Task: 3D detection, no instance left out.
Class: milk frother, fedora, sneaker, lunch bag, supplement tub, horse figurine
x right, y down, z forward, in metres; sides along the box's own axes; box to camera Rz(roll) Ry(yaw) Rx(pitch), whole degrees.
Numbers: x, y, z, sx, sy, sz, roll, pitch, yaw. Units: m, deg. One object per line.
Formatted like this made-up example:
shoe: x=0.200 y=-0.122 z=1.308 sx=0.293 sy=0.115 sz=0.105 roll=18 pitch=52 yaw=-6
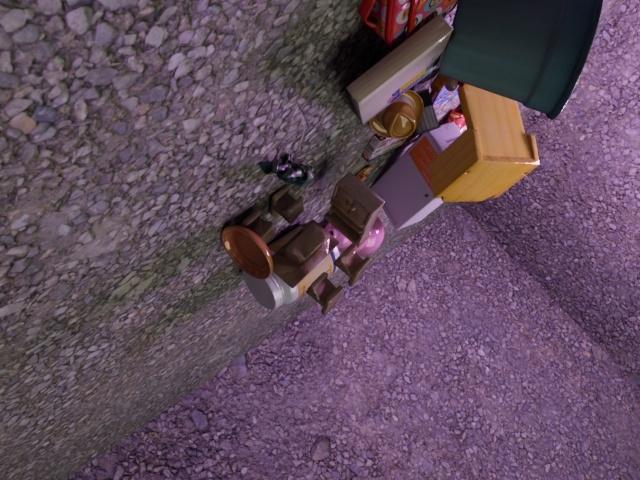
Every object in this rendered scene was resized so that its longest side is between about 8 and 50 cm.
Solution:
milk frother: x=0.345 y=-0.433 z=1.940 sx=0.129 sy=0.134 sz=0.143 roll=-12 pitch=-171 yaw=46
fedora: x=0.249 y=-0.382 z=1.810 sx=0.195 sy=0.079 sz=0.194 roll=-10 pitch=142 yaw=-8
sneaker: x=0.553 y=-0.497 z=2.424 sx=0.279 sy=0.107 sz=0.118 roll=-42 pitch=148 yaw=-10
lunch bag: x=0.196 y=-0.559 z=1.241 sx=0.258 sy=0.120 sz=0.293 roll=-35 pitch=167 yaw=-5
supplement tub: x=-0.108 y=0.096 z=2.136 sx=0.316 sy=0.228 sz=0.228 roll=-34 pitch=164 yaw=-28
horse figurine: x=0.410 y=-0.425 z=2.275 sx=0.174 sy=0.066 sz=0.263 roll=-35 pitch=168 yaw=-2

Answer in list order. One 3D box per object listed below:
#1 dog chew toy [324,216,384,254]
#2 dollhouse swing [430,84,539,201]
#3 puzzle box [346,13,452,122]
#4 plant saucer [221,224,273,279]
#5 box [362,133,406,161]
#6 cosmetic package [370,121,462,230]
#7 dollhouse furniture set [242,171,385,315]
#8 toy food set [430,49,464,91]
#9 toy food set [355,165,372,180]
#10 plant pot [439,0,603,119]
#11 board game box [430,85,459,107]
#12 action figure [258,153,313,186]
dog chew toy: x=0.133 y=-0.032 z=2.474 sx=0.206 sy=0.206 sz=0.332 roll=-49 pitch=156 yaw=27
dollhouse swing: x=0.544 y=-0.347 z=2.025 sx=0.347 sy=0.304 sz=0.315 roll=-5 pitch=154 yaw=-37
puzzle box: x=0.197 y=-0.429 z=1.505 sx=0.272 sy=0.052 sz=0.409 roll=-38 pitch=180 yaw=7
plant saucer: x=-0.216 y=0.031 z=1.736 sx=0.037 sy=0.200 sz=0.200 roll=-46 pitch=170 yaw=-33
box: x=0.249 y=-0.365 z=2.089 sx=0.207 sy=0.036 sz=0.114 roll=-30 pitch=162 yaw=-38
cosmetic package: x=0.416 y=-0.249 z=2.319 sx=0.162 sy=0.230 sz=0.453 roll=-22 pitch=166 yaw=-32
dollhouse furniture set: x=0.000 y=0.000 z=1.867 sx=0.394 sy=0.362 sz=0.256 roll=-44 pitch=168 yaw=-23
toy food set: x=0.446 y=-0.574 z=1.852 sx=0.104 sy=0.111 sz=0.232 roll=-53 pitch=168 yaw=-23
toy food set: x=0.165 y=-0.255 z=2.228 sx=0.083 sy=0.020 sz=0.082 roll=-39 pitch=166 yaw=-12
plant pot: x=0.513 y=-0.533 z=1.535 sx=0.341 sy=0.334 sz=0.341 roll=17 pitch=90 yaw=-82
board game box: x=0.515 y=-0.591 z=2.132 sx=0.281 sy=0.027 sz=0.145 roll=-33 pitch=162 yaw=-29
action figure: x=-0.072 y=-0.199 z=1.635 sx=0.063 sy=0.137 sz=0.232 roll=-59 pitch=170 yaw=15
